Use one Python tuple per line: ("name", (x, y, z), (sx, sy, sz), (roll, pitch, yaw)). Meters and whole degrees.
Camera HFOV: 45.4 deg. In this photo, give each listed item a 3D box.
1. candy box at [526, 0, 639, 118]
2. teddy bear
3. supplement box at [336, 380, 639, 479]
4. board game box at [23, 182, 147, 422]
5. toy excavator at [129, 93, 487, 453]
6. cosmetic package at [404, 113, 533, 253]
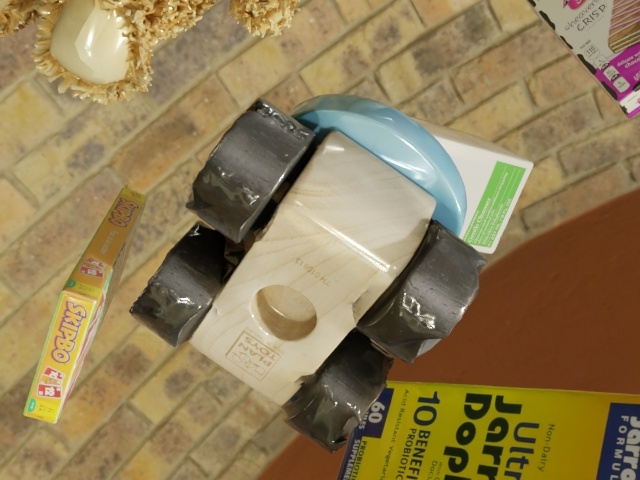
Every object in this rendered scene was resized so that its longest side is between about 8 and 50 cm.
("candy box", (0.396, -0.302, 1.010), (0.159, 0.071, 0.234), (-40, -119, 19))
("teddy bear", (-0.106, -0.239, 0.552), (0.245, 0.113, 0.338), (18, -113, 8))
("supplement box", (0.197, 0.266, 0.747), (0.356, 0.195, 0.194), (-9, -126, 49))
("board game box", (-0.212, 0.043, 0.719), (0.259, 0.039, 0.124), (-101, -148, -65))
("toy excavator", (0.000, 0.000, 0.817), (0.433, 0.222, 0.445), (-54, -177, 38))
("cosmetic package", (0.177, -0.108, 1.356), (0.155, 0.365, 0.197), (40, -64, 47))
